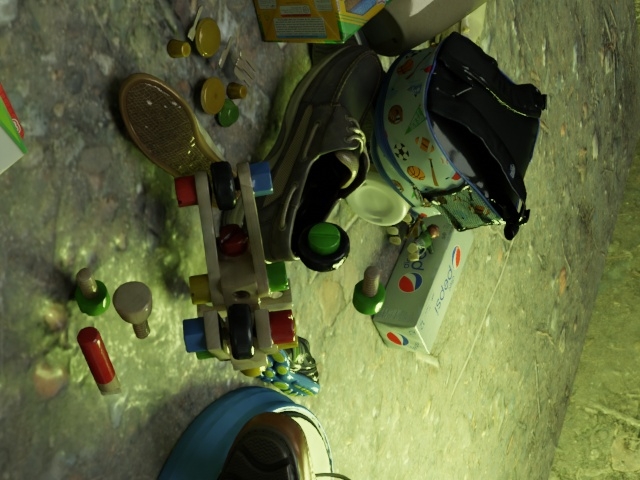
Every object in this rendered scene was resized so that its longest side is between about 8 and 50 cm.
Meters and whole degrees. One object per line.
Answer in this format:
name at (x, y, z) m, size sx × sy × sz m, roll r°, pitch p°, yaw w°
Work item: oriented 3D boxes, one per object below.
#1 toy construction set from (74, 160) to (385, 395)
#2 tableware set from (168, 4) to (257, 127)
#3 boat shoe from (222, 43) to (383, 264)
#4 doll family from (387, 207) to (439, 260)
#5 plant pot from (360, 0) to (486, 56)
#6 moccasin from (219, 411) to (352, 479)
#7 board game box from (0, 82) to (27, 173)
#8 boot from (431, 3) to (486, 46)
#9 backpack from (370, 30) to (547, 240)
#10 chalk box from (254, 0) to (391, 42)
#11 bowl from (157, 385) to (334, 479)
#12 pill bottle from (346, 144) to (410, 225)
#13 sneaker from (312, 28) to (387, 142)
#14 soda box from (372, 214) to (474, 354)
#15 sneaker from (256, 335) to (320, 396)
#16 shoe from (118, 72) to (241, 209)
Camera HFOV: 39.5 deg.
toy construction set at (-0.125, 0.085, 1.033) m, size 0.308 × 0.257 × 0.237 m, roll -28°, pitch 150°, yaw -20°
tableware set at (-0.137, -0.212, 1.114) m, size 0.154 × 0.024 × 0.104 m, roll 40°, pitch 65°, yaw -57°
boat shoe at (0.009, -0.112, 1.227) m, size 0.356 × 0.130 × 0.132 m, roll -61°, pitch 144°, yaw -15°
doll family at (0.160, -0.061, 1.607) m, size 0.111 × 0.076 × 0.193 m, roll -41°, pitch 127°, yaw -43°
plant pot at (0.158, -0.424, 1.392) m, size 0.274 × 0.256 × 0.256 m, roll -52°, pitch 140°, yaw -19°
moccasin at (-0.035, 0.364, 1.137) m, size 0.147 × 0.139 × 0.380 m, roll -48°, pitch 135°, yaw -46°
board game box at (-0.354, -0.070, 0.758) m, size 0.259 × 0.039 × 0.124 m, roll -56°, pitch 142°, yaw -42°
boot at (0.250, -0.453, 1.665) m, size 0.262 × 0.095 × 0.204 m, roll 25°, pitch 75°, yaw -63°
backpack at (0.199, -0.171, 1.349) m, size 0.263 × 0.213 × 0.277 m, roll 45°, pitch 48°, yaw -38°
chalk box at (0.013, -0.372, 1.228) m, size 0.213 × 0.132 × 0.132 m, roll -47°, pitch 134°, yaw -44°
bowl at (-0.099, 0.404, 1.251) m, size 0.391 × 0.077 × 0.392 m, roll -18°, pitch 111°, yaw -58°
pill bottle at (0.125, -0.125, 1.493) m, size 0.187 × 0.112 × 0.112 m, roll -59°, pitch 142°, yaw -37°
sneaker at (0.051, -0.273, 1.384) m, size 0.118 × 0.083 × 0.222 m, roll -67°, pitch 152°, yaw -42°
soda box at (0.199, 0.068, 1.680) m, size 0.286 × 0.091 × 0.098 m, roll -64°, pitch 144°, yaw -30°
sneaker at (-0.057, 0.168, 1.302) m, size 0.188 × 0.067 × 0.078 m, roll 47°, pitch 34°, yaw -51°
shoe at (-0.171, -0.117, 1.049) m, size 0.076 × 0.058 × 0.219 m, roll -41°, pitch 135°, yaw -5°
